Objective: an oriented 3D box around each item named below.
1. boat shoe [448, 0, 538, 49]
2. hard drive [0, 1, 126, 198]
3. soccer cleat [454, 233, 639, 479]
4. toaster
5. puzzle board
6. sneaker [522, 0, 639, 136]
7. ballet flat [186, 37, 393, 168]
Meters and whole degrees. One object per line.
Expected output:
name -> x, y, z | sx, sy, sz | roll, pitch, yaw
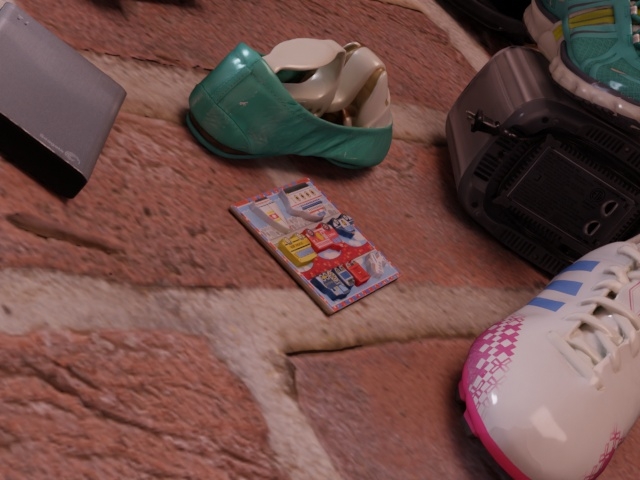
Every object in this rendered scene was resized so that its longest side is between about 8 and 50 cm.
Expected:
boat shoe -> 0.094, -0.385, 1.909 | 0.500, 0.187, 0.156 | 48, 17, -2
hard drive -> -0.168, -0.084, 1.154 | 0.094, 0.022, 0.135 | 38, 24, -13
soccer cleat -> 0.188, 0.062, 1.324 | 0.116, 0.143, 0.331 | 44, 23, 2
toaster -> 0.189, -0.062, 1.569 | 0.227, 0.129, 0.146 | 29, 22, -20
puzzle board -> 0.000, 0.000, 1.296 | 0.096, 0.011, 0.128 | 47, 22, 9
sneaker -> 0.234, -0.158, 1.510 | 0.107, 0.110, 0.275 | 24, 23, -27
ballet flat -> 0.002, -0.099, 1.374 | 0.083, 0.087, 0.247 | 51, 24, 18
